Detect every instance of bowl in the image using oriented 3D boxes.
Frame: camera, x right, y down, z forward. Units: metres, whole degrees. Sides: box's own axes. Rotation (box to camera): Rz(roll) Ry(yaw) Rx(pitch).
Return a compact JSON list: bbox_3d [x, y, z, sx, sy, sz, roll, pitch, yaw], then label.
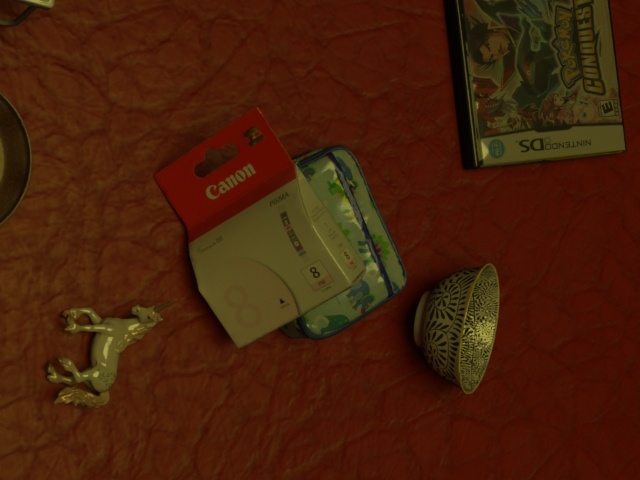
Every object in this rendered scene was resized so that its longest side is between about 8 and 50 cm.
[{"bbox_3d":[0.169,0.108,1.950,0.170,0.080,0.170,9,90,-69],"label":"bowl"}]

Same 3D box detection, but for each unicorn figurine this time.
[{"bbox_3d":[-0.255,0.121,1.790,0.111,0.060,0.162,18,97,-23],"label":"unicorn figurine"}]

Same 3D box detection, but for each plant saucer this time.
[{"bbox_3d":[-0.429,-0.093,1.725,0.198,0.036,0.198,1,87,-25],"label":"plant saucer"}]

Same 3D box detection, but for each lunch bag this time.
[{"bbox_3d":[0.000,0.000,1.890,0.176,0.090,0.219,-26,100,-26],"label":"lunch bag"}]

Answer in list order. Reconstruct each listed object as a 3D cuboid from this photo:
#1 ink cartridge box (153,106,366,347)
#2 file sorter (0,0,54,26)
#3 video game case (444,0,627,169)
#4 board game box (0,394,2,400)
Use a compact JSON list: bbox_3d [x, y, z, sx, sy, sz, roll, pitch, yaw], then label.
[{"bbox_3d":[-0.084,-0.011,1.789,0.232,0.189,0.066,54,33,-9],"label":"ink cartridge box"},{"bbox_3d":[-0.383,-0.400,1.684,0.193,0.173,0.278,13,82,-22],"label":"file sorter"},{"bbox_3d":[0.293,-0.243,2.061,0.248,0.035,0.275,-7,91,-24],"label":"video game case"},{"bbox_3d":[-0.590,0.126,1.468,0.356,0.356,0.356,-41,104,-20],"label":"board game box"}]
